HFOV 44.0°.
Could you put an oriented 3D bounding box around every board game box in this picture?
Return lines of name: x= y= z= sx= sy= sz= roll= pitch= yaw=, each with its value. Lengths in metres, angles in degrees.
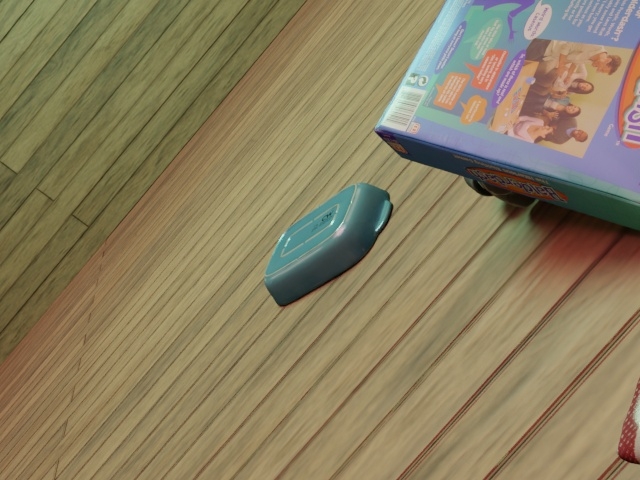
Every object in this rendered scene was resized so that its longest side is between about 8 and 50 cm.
board game box: x=0.157 y=-0.107 z=0.512 sx=0.210 sy=0.047 sz=0.160 roll=25 pitch=83 yaw=43

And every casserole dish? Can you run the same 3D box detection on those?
casserole dish: x=0.000 y=0.000 z=0.856 sx=0.188 sy=0.037 sz=0.114 roll=-32 pitch=27 yaw=42

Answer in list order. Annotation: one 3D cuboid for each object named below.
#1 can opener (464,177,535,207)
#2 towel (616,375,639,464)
can opener: x=0.210 y=-0.145 z=0.589 sx=0.283 sy=0.076 sz=0.095 roll=-48 pitch=20 yaw=5
towel: x=0.271 y=-0.011 z=0.262 sx=0.329 sy=0.037 sz=0.237 roll=-16 pitch=39 yaw=60
